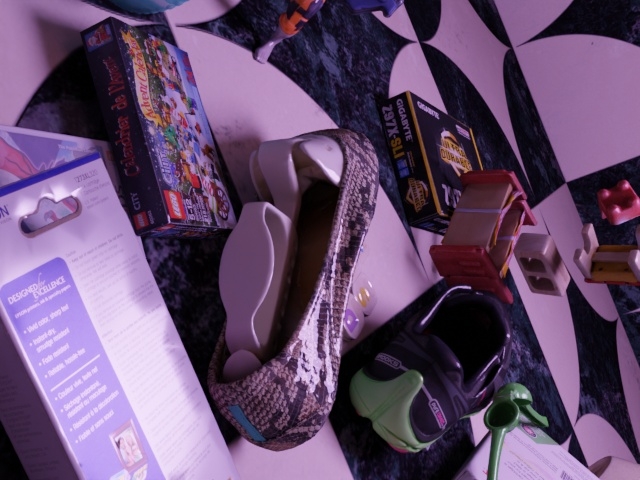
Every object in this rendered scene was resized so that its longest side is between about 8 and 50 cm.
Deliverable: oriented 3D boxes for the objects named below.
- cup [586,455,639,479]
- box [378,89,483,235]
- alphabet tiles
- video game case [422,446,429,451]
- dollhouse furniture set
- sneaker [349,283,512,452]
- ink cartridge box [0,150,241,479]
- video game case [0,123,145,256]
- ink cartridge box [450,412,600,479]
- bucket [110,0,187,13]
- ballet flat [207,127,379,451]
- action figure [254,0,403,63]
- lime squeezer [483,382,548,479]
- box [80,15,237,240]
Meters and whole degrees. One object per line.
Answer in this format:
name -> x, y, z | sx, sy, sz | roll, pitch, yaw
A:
cup -> 0.589, 0.561, 1.575 | 0.237, 0.331, 0.331 | 48, 25, 12
box -> 0.249, -0.138, 1.660 | 0.322, 0.079, 0.257 | 13, 62, -57
alphabet tiles -> 0.000, 0.000, 1.191 | 0.284, 0.021, 0.278 | 62, 29, -13
video game case -> 0.165, 0.268, 1.305 | 0.087, 0.011, 0.122 | 64, 28, -8
dollhouse furniture set -> 0.398, -0.003, 1.418 | 0.152, 0.374, 0.201 | 55, 51, -38
sneaker -> 0.223, 0.167, 1.245 | 0.185, 0.202, 0.483 | 47, 26, 9
ink cartridge box -> -0.187, 0.122, 0.700 | 0.176, 0.069, 0.370 | -40, 114, -59
video game case -> -0.247, -0.017, 0.769 | 0.201, 0.023, 0.183 | 1, 70, -60
ink cartridge box -> 0.311, 0.405, 1.270 | 0.201, 0.117, 0.278 | 40, 24, 15
bucket -> -0.203, -0.388, 0.852 | 0.183, 0.281, 0.281 | 29, 47, -56
ballet flat -> -0.033, -0.003, 0.958 | 0.182, 0.164, 0.482 | 53, 37, -43
action figure -> -0.023, -0.444, 1.122 | 0.341, 0.330, 0.178 | 62, 31, -13
lime squeezer -> 0.284, 0.280, 1.239 | 0.310, 0.059, 0.109 | -17, 108, -61
box -> -0.175, -0.117, 0.915 | 0.159, 0.044, 0.233 | 5, 67, -70
